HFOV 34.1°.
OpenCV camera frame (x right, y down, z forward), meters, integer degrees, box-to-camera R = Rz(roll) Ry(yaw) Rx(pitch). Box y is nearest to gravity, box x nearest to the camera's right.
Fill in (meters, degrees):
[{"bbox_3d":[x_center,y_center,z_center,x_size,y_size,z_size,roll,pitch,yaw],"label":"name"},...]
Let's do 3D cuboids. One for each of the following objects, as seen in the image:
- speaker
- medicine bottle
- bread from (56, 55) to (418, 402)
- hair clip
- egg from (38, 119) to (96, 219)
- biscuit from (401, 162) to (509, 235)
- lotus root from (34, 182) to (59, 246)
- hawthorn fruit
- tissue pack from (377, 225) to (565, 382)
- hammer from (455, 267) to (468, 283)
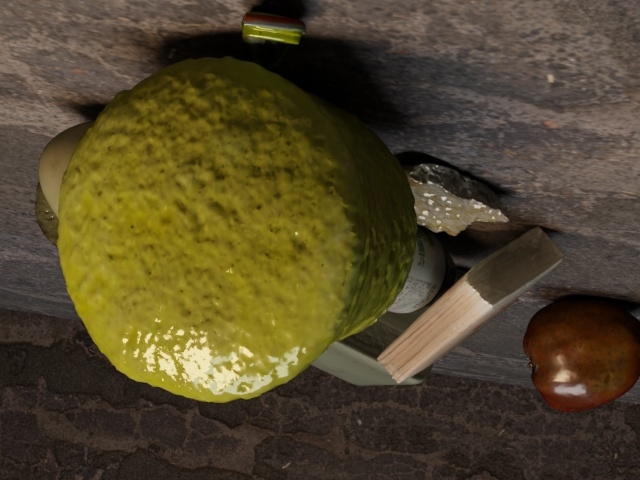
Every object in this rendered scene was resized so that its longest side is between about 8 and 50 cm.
[{"bbox_3d":[0.023,0.126,1.868,0.406,0.183,0.184,28,162,-32],"label":"speaker"},{"bbox_3d":[0.097,0.032,1.548,0.141,0.141,0.293,2,170,32],"label":"medicine bottle"},{"bbox_3d":[-0.068,-0.009,1.121,0.348,0.348,0.307,3,180,29],"label":"bread"},{"bbox_3d":[-0.048,-0.192,0.992,0.060,0.033,0.188,8,179,-6],"label":"hair clip"},{"bbox_3d":[-0.241,-0.062,1.355,0.253,0.189,0.188,26,163,-16],"label":"egg"},{"bbox_3d":[0.159,-0.054,1.392,0.188,0.040,0.265,7,168,16],"label":"biscuit"},{"bbox_3d":[-0.372,-0.025,1.772,0.234,0.138,0.119,12,158,21],"label":"lotus root"},{"bbox_3d":[0.493,0.198,1.869,0.248,0.208,0.208,-13,161,13],"label":"hawthorn fruit"},{"bbox_3d":[0.219,0.106,1.579,0.170,0.071,0.325,-31,167,-32],"label":"tissue pack"},{"bbox_3d":[0.228,0.089,1.901,0.116,0.070,0.194,17,174,-26],"label":"hammer"}]
